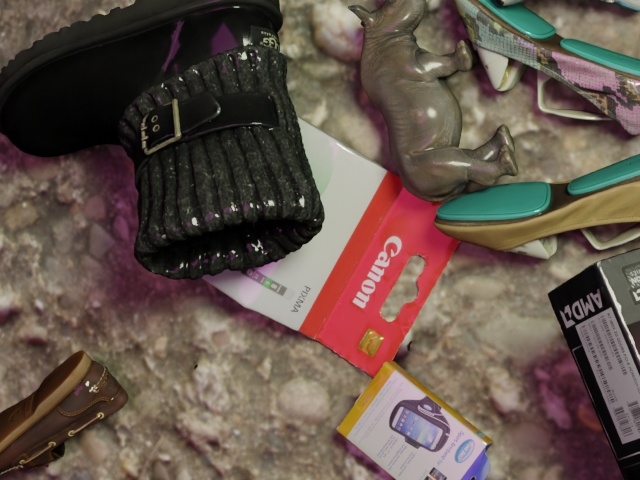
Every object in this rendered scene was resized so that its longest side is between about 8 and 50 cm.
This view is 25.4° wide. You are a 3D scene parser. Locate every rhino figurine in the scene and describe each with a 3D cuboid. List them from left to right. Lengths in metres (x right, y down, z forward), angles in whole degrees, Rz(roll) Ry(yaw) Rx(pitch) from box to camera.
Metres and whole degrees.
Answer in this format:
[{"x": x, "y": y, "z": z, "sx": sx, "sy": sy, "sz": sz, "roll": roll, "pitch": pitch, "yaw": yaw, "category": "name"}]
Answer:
[{"x": 0.091, "y": -0.148, "z": 1.290, "sx": 0.106, "sy": 0.073, "sz": 0.243, "roll": -24, "pitch": 76, "yaw": 16, "category": "rhino figurine"}]

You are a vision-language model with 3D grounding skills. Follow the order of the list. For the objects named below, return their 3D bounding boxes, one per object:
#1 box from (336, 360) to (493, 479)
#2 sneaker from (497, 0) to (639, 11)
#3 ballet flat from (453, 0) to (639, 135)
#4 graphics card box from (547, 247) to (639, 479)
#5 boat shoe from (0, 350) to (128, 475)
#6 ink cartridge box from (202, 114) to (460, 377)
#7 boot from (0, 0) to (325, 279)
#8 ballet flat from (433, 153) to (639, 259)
[{"x": 0.091, "y": 0.182, "z": 1.291, "sx": 0.136, "sy": 0.028, "sz": 0.081, "roll": 38, "pitch": 101, "yaw": 15, "category": "box"}, {"x": 0.245, "y": -0.229, "z": 1.219, "sx": 0.190, "sy": 0.071, "sz": 0.083, "roll": -21, "pitch": 91, "yaw": 2, "category": "sneaker"}, {"x": 0.199, "y": -0.156, "z": 1.252, "sx": 0.221, "sy": 0.077, "sz": 0.079, "roll": 30, "pitch": 117, "yaw": 21, "category": "ballet flat"}, {"x": 0.352, "y": 0.166, "z": 1.087, "sx": 0.233, "sy": 0.094, "sz": 0.371, "roll": -15, "pitch": 76, "yaw": -22, "category": "graphics card box"}, {"x": -0.283, "y": 0.194, "z": 1.423, "sx": 0.207, "sy": 0.073, "sz": 0.073, "roll": -35, "pitch": 115, "yaw": 23, "category": "boat shoe"}, {"x": 0.000, "y": 0.000, "z": 1.329, "sx": 0.224, "sy": 0.056, "sz": 0.181, "roll": 32, "pitch": 99, "yaw": 23, "category": "ink cartridge box"}, {"x": -0.165, "y": -0.078, "z": 1.319, "sx": 0.348, "sy": 0.131, "sz": 0.260, "roll": -20, "pitch": 69, "yaw": 31, "category": "boot"}, {"x": 0.213, "y": -0.019, "z": 1.234, "sx": 0.232, "sy": 0.080, "sz": 0.073, "roll": -13, "pitch": 111, "yaw": 24, "category": "ballet flat"}]
